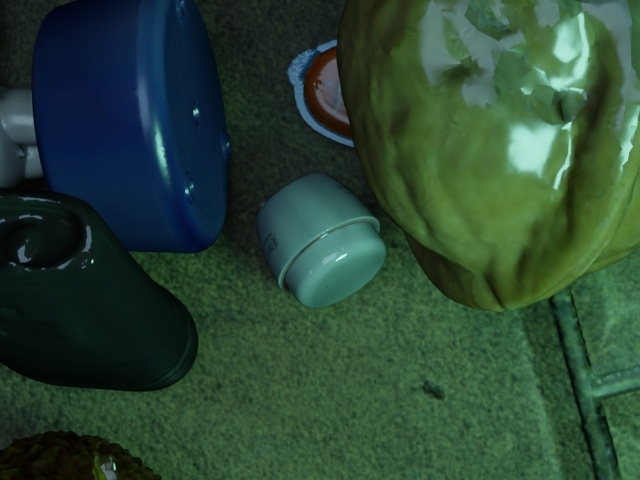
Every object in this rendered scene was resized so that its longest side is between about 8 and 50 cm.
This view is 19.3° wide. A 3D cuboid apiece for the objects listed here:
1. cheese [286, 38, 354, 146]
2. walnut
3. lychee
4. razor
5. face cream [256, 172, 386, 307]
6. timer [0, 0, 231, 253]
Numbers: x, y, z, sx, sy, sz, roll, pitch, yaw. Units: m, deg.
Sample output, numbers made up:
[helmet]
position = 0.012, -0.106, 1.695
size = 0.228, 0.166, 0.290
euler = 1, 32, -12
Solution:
[cheese]
position = 0.081, -0.121, 1.896
size = 0.256, 0.037, 0.106
euler = 31, 88, 9
[walnut]
position = 0.193, -0.145, 1.728
size = 0.383, 0.383, 0.384
euler = -2, 81, 12
[lychee]
position = -0.250, 0.320, 1.795
size = 0.267, 0.267, 0.268
euler = -2, 81, 12
[razor]
position = -0.247, 0.059, 1.784
size = 0.204, 0.349, 0.114
euler = 0, 70, 14
[face cream]
position = 0.000, 0.000, 1.854
size = 0.117, 0.117, 0.104
euler = -35, 69, 5
[timer]
position = -0.300, -0.100, 1.851
size = 0.383, 0.270, 0.270
euler = -7, 80, 10
